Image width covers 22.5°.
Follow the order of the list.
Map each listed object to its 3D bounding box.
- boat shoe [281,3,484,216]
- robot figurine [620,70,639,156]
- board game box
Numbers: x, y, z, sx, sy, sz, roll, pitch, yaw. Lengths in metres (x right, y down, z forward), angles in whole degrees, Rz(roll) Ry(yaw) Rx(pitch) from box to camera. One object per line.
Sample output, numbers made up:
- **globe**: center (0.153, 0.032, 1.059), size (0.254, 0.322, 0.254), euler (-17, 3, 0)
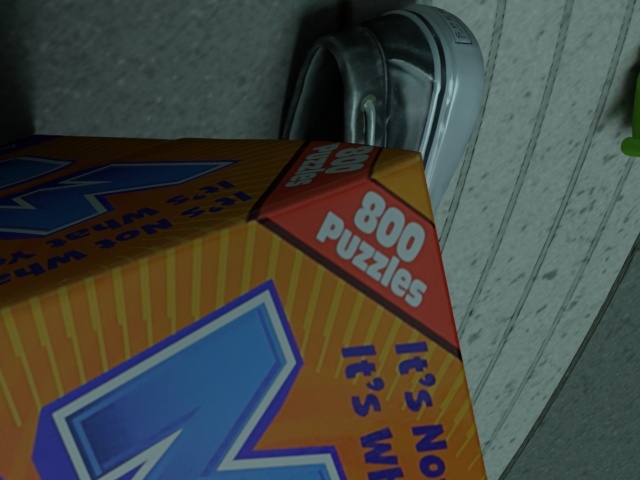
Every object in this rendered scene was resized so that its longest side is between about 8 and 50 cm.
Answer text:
- **boat shoe**: center (0.000, 0.000, 1.037), size (0.119, 0.121, 0.335), euler (-8, 125, -32)
- **robot figurine**: center (0.274, -0.100, 1.236), size (0.101, 0.067, 0.115), euler (-37, 149, -19)
- **board game box**: center (-0.164, 0.173, 0.686), size (0.356, 0.356, 0.356), euler (-21, 105, -31)
